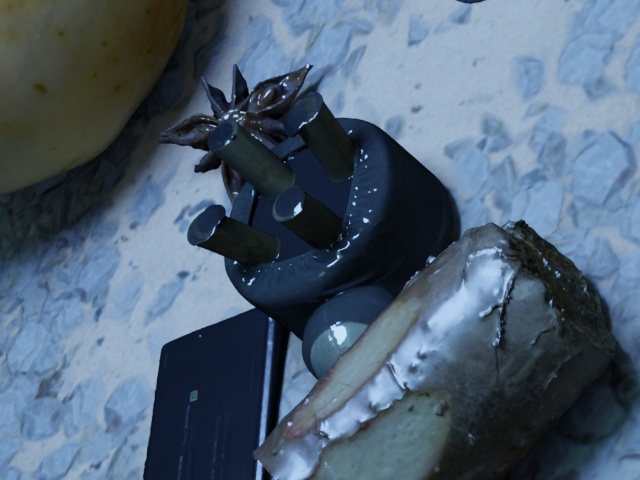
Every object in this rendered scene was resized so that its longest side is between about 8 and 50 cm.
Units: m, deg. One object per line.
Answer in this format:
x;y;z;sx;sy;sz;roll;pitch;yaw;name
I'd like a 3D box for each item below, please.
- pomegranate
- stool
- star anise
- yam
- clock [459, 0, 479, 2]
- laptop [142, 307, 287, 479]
-0.309;-0.220;1.654;0.411;0.411;0.411;-25;48;32;pomegranate
0.007;-0.006;1.364;0.153;0.139;0.228;-48;38;5;stool
-0.052;-0.093;1.553;0.129;0.056;0.124;-48;64;3;star anise
0.075;0.102;1.232;0.238;0.129;0.128;-46;30;7;yam
0.123;-0.220;1.490;0.085;0.017;0.085;-26;48;32;clock
-0.085;0.146;1.447;0.135;0.016;0.197;-20;50;37;laptop
